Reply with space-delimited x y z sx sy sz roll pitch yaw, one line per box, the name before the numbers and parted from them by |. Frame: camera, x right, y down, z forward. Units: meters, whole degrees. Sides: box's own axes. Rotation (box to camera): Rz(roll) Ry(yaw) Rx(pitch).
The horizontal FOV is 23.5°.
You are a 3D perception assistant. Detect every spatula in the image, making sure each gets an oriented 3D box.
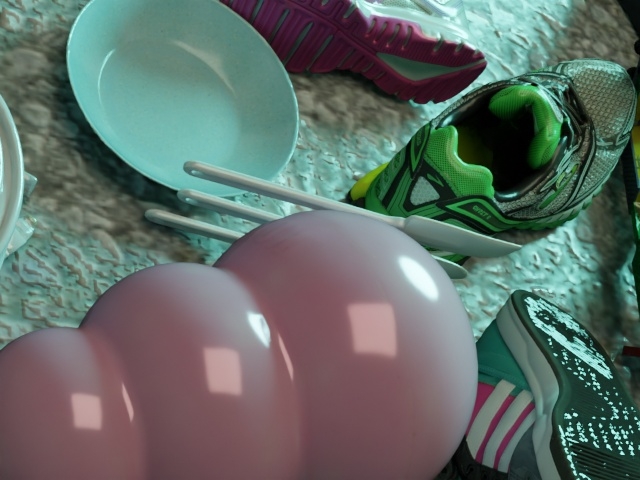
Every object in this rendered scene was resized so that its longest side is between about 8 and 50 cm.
spatula | 0.000 0.000 1.105 0.242 0.168 0.019 15 72 -16

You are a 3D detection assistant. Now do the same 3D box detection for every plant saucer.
plant saucer | -0.110 -0.110 1.178 0.195 0.037 0.195 17 54 -25

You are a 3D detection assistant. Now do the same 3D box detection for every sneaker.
sneaker | 0.135 0.174 1.066 0.124 0.178 0.295 28 21 -16
sneaker | 0.021 -0.202 1.290 0.252 0.103 0.111 17 50 -32
sneaker | 0.175 -0.075 1.273 0.134 0.146 0.343 52 46 5

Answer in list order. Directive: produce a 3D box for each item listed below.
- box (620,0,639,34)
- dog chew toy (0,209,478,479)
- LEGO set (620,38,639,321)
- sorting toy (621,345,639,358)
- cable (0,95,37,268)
box | 0.434 -0.286 1.509 0.163 0.247 0.142 -12 71 -38
dog chew toy | -0.067 0.097 0.977 0.332 0.206 0.207 -11 69 -27
LEGO set | 0.379 -0.056 1.309 0.192 0.255 0.331 4 40 -2
sorting toy | 0.385 0.137 1.302 0.274 0.132 0.046 14 85 -22
cable | -0.314 -0.041 0.962 0.257 0.089 0.257 38 48 -8
